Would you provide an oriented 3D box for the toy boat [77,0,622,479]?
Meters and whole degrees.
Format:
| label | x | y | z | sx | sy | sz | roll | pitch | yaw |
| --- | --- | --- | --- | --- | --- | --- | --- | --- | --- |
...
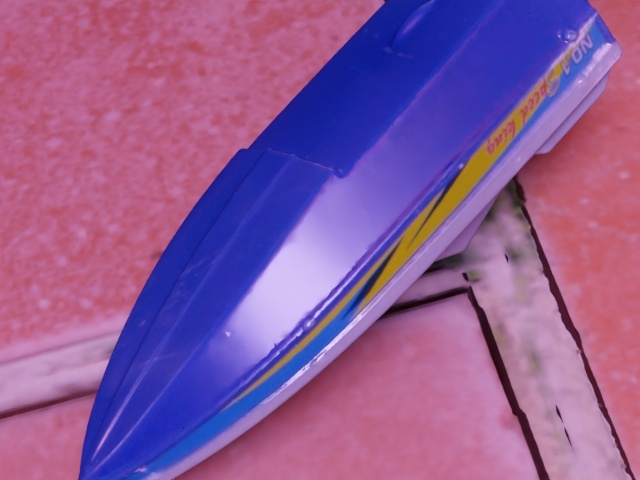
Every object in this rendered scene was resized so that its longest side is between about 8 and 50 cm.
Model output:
| label | x | y | z | sx | sy | sz | roll | pitch | yaw |
| --- | --- | --- | --- | --- | --- | --- | --- | --- | --- |
| toy boat | 0.000 | 0.000 | 0.584 | 0.295 | 0.088 | 0.129 | -48 | 28 | -14 |
